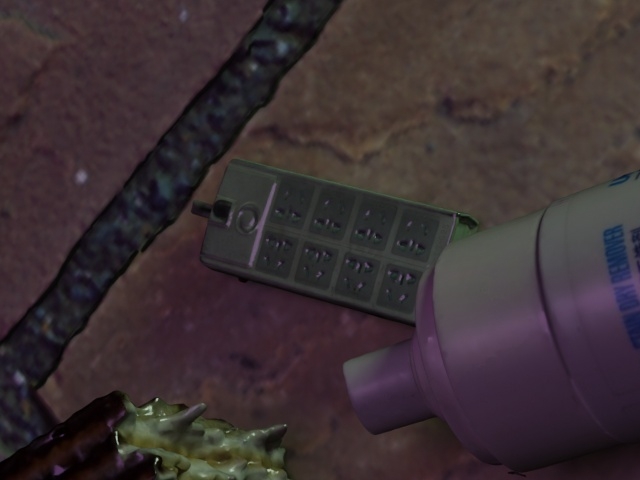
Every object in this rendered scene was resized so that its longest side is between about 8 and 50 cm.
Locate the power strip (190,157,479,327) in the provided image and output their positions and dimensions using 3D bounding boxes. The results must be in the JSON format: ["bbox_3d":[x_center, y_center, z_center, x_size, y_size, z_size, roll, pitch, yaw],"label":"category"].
[{"bbox_3d":[0.000,0.000,0.786,0.136,0.019,0.051,16,88,34],"label":"power strip"}]

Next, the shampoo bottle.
[{"bbox_3d":[0.141,0.012,0.652,0.303,0.092,0.092,-21,67,26],"label":"shampoo bottle"}]

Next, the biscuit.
[{"bbox_3d":[-0.121,0.147,0.771,0.252,0.106,0.070,-33,61,20],"label":"biscuit"}]
